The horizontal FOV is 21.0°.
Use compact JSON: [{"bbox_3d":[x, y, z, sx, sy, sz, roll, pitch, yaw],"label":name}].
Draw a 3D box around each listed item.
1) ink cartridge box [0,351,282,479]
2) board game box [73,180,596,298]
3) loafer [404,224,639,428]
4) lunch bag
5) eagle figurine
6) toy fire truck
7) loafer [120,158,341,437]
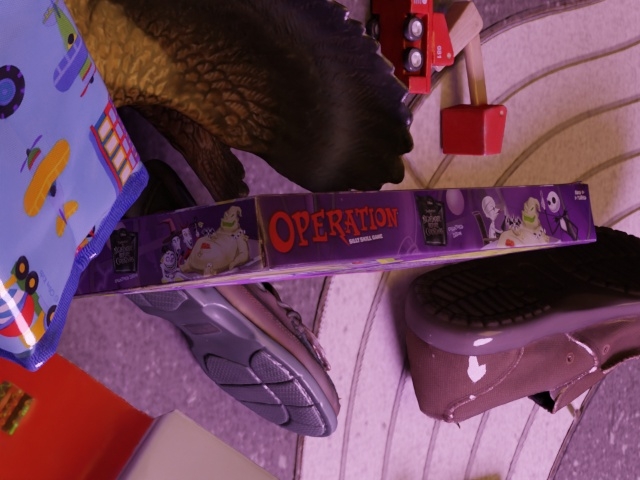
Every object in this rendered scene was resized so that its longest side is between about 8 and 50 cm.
[{"bbox_3d":[-0.160,0.217,1.020,0.239,0.060,0.275,35,74,-9],"label":"ink cartridge box"},{"bbox_3d":[0.000,0.000,1.108,0.347,0.208,0.056,-4,82,-51],"label":"board game box"},{"bbox_3d":[0.205,0.078,1.533,0.366,0.134,0.130,-7,123,-37],"label":"loafer"},{"bbox_3d":[-0.267,-0.075,0.857,0.138,0.293,0.221,-64,151,-32],"label":"lunch bag"},{"bbox_3d":[-0.120,-0.110,1.076,0.298,0.226,0.225,2,134,-32],"label":"eagle figurine"},{"bbox_3d":[0.098,-0.166,1.422,0.135,0.047,0.192,-4,97,-48],"label":"toy fire truck"},{"bbox_3d":[-0.058,0.046,1.247,0.267,0.096,0.084,47,56,-38],"label":"loafer"}]
